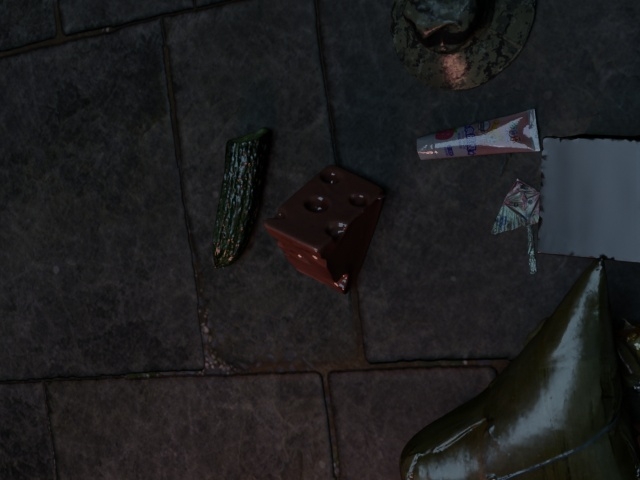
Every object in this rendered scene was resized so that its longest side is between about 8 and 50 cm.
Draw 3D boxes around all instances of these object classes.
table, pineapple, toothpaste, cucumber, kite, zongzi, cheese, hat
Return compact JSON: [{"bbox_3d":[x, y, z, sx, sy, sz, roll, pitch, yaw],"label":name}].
[{"bbox_3d":[0.427,-0.066,1.653,0.172,0.193,0.169,6,98,29],"label":"table"},{"bbox_3d":[0.485,0.174,1.719,0.137,0.069,0.116,4,97,28],"label":"pineapple"},{"bbox_3d":[0.250,-0.160,1.834,0.194,0.043,0.067,-8,89,25],"label":"toothpaste"},{"bbox_3d":[-0.145,-0.073,2.053,0.077,0.077,0.265,16,106,27],"label":"cucumber"},{"bbox_3d":[0.332,-0.025,1.821,0.137,0.005,0.152,-16,88,31],"label":"kite"},{"bbox_3d":[0.268,0.229,1.669,0.356,0.174,0.393,-9,108,14],"label":"zongzi"},{"bbox_3d":[0.009,0.007,1.931,0.128,0.203,0.177,25,136,23],"label":"cheese"},{"bbox_3d":[0.200,-0.364,1.790,0.265,0.128,0.265,3,96,26],"label":"hat"}]

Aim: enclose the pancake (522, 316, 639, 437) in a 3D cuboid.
[{"bbox_3d":[0.397,0.215,1.753,0.212,0.029,0.235,12,123,42],"label":"pancake"}]
